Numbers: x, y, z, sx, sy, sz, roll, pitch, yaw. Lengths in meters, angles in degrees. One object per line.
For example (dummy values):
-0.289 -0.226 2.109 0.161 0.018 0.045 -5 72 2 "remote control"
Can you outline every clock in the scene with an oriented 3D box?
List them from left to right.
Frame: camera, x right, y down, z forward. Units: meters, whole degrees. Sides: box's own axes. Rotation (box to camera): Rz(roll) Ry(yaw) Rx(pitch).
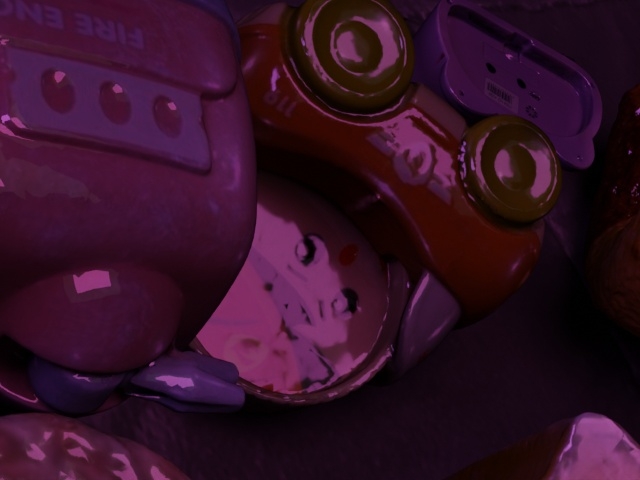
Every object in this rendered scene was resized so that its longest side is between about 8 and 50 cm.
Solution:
0.131 -0.102 0.917 0.153 0.050 0.110 25 49 -21 "clock"

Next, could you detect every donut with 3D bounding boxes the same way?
0.246 -0.005 0.886 0.112 0.151 0.295 23 29 -2 "donut"

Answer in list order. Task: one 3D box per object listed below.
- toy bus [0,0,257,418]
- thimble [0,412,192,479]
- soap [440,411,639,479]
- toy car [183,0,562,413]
-0.162 -0.032 0.520 0.294 0.197 0.231 8 47 -35 "toy bus"
-0.136 0.179 0.459 0.196 0.148 0.229 45 47 -6 "thimble"
0.099 0.175 0.546 0.089 0.274 0.173 -32 81 -13 "soap"
0.000 0.000 0.709 0.235 0.145 0.235 6 75 -23 "toy car"
